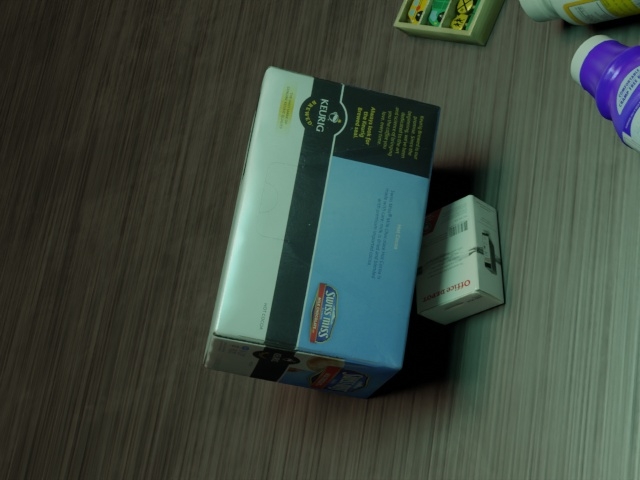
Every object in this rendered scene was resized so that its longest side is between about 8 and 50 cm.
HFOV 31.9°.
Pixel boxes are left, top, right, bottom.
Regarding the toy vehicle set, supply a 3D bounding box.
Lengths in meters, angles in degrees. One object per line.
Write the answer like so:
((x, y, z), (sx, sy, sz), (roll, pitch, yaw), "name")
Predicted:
((0.219, -0.413, 1.603), (0.166, 0.035, 0.267), (20, 86, 51), "toy vehicle set")

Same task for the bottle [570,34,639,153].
((0.384, -0.144, 1.231), (0.118, 0.092, 0.283), (-55, 40, 14), "bottle")

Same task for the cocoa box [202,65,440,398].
((0.000, 0.000, 1.419), (0.231, 0.228, 0.347), (118, 163, -71), "cocoa box")

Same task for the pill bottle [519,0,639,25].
((0.345, -0.325, 1.352), (0.208, 0.117, 0.118), (-4, 67, 47), "pill bottle")

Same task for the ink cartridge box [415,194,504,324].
((0.172, 0.026, 1.407), (0.099, 0.056, 0.135), (-25, 53, 39), "ink cartridge box")
